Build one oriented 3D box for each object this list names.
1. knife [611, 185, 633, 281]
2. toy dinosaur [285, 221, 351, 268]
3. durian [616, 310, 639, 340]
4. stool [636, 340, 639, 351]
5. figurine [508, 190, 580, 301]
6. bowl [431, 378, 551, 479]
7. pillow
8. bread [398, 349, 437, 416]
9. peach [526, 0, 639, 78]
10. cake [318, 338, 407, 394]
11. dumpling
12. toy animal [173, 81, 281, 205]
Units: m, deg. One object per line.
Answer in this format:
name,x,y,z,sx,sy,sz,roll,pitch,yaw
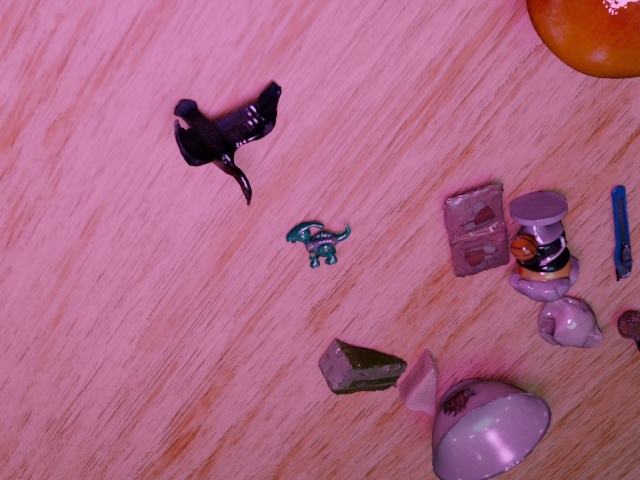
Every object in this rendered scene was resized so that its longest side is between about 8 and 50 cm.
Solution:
knife,0.715,-0.010,1.474,0.044,0.026,0.296,-18,127,11
toy dinosaur,0.000,0.000,1.268,0.132,0.059,0.096,-17,120,6
durian,0.817,0.220,1.622,0.080,0.080,0.091,-32,131,6
stool,0.967,0.258,1.648,0.232,0.141,0.232,-7,124,-11
figurine,0.481,0.030,1.353,0.176,0.133,0.236,-38,125,-28
bowl,0.410,0.467,1.615,0.337,0.157,0.337,-11,127,-15
pillow,0.340,-0.018,1.352,0.135,0.049,0.248,-21,130,0
bread,0.277,0.362,1.564,0.105,0.077,0.152,19,119,-21
peach,0.494,-0.417,0.995,0.332,0.308,0.308,10,120,-5
cake,0.106,0.305,1.511,0.235,0.099,0.100,10,121,-45
dumpling,0.626,0.221,1.568,0.176,0.092,0.150,23,128,-32
toy animal,-0.166,-0.160,1.061,0.272,0.160,0.197,-36,127,-38
